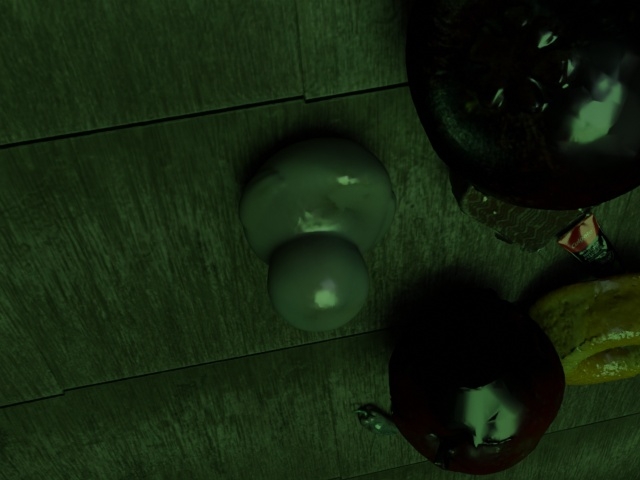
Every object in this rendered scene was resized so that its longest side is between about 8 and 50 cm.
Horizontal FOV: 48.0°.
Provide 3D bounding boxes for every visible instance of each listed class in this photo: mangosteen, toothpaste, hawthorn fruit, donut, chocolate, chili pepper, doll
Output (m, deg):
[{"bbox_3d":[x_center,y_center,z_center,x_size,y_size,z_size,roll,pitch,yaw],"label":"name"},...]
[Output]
[{"bbox_3d":[0.244,-0.188,0.759,0.330,0.330,0.330,-8,135,-8],"label":"mangosteen"},{"bbox_3d":[0.464,0.029,1.204,0.071,0.045,0.193,-41,126,12],"label":"toothpaste"},{"bbox_3d":[0.249,0.221,1.167,0.316,0.316,0.316,-8,135,-8],"label":"hawthorn fruit"},{"bbox_3d":[0.498,0.167,1.253,0.303,0.110,0.303,-4,149,-2],"label":"donut"},{"bbox_3d":[0.283,-0.080,1.010,0.214,0.093,0.148,29,119,-36],"label":"chocolate"},{"bbox_3d":[0.117,0.366,1.436,0.050,0.041,0.153,6,153,43],"label":"chili pepper"},{"bbox_3d":[0.000,0.000,0.929,0.221,0.221,0.251,11,129,-24],"label":"doll"}]
